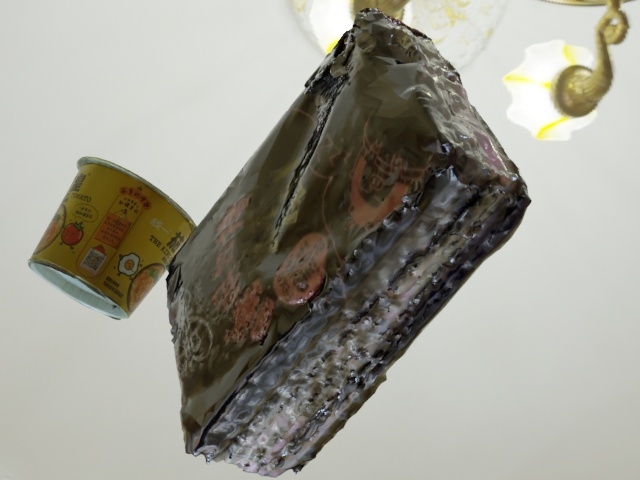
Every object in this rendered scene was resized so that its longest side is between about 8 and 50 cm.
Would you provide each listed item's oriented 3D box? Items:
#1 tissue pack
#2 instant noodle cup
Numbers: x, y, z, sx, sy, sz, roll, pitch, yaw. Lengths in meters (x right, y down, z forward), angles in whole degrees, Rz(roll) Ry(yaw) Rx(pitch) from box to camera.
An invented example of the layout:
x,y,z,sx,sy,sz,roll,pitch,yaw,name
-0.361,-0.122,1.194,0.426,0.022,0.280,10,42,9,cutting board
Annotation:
x,y,z,sx,sy,sz,roll,pitch,yaw,name
0.000,0.000,0.655,0.123,0.245,0.332,23,-60,-29,tissue pack
-0.263,0.007,1.019,0.182,0.182,0.144,33,-112,-12,instant noodle cup
